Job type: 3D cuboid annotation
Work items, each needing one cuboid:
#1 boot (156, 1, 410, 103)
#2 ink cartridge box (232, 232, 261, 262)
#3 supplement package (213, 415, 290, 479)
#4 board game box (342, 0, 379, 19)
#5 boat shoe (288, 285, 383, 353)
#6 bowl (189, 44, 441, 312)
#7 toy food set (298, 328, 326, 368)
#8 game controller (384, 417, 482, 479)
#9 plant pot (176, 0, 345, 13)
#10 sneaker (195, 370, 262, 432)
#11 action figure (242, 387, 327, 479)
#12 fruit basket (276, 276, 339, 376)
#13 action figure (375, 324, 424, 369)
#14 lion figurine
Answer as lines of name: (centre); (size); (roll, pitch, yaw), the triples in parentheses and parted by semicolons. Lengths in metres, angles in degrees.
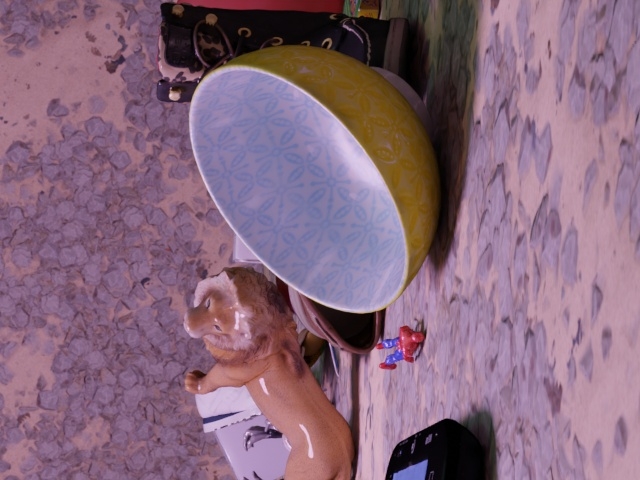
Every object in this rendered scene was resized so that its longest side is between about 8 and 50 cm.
boot: (-0.047, -0.206, 1.828); (0.377, 0.284, 0.138); (-110, 24, -75)
ink cartridge box: (-0.051, -0.067, 2.395); (0.093, 0.154, 0.212); (143, 129, -82)
supplement package: (-0.100, 0.314, 2.569); (0.139, 0.134, 0.244); (64, 173, -1)
board game box: (0.047, -0.278, 2.148); (0.259, 0.039, 0.124); (96, 173, -51)
boat shoe: (0.000, 0.000, 1.833); (0.116, 0.123, 0.324); (45, 165, 55)
bowl: (0.023, -0.087, 1.583); (0.156, 0.289, 0.289); (-41, -23, -32)
toy food set: (-0.027, 0.189, 2.416); (0.192, 0.038, 0.132); (-54, -17, -58)
game controller: (0.086, 0.254, 1.413); (0.319, 0.067, 0.166); (121, 151, -76)
plant pot: (-0.068, -0.417, 2.377); (0.275, 0.275, 0.243); (-151, 74, -83)
sneaker: (-0.108, 0.216, 2.313); (0.235, 0.090, 0.095); (-22, 80, 44)
action figure: (-0.055, 0.340, 2.328); (0.164, 0.141, 0.275); (-74, -10, -63)
fruit basket: (-0.002, -0.008, 2.113); (0.327, 0.165, 0.353); (-111, 4, -89)
action figure: (0.086, 0.110, 1.647); (0.115, 0.030, 0.038); (132, 136, -72)
lion figurine: (-0.047, 0.210, 2.071); (0.142, 0.392, 0.240); (-46, 9, -34)
